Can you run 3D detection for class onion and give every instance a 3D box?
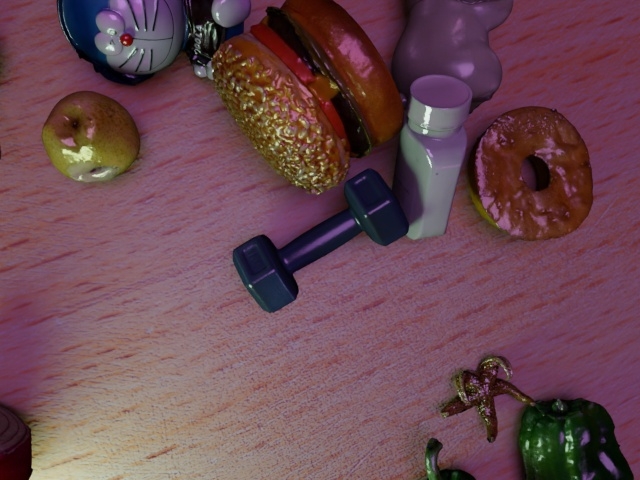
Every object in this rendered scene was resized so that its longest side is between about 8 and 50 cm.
[{"bbox_3d":[-0.621,0.396,0.982,0.206,0.216,0.206,28,96,-23],"label":"onion"}]

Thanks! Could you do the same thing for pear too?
[{"bbox_3d":[-0.416,-0.186,1.035,0.178,0.178,0.177,0,89,-8],"label":"pear"}]

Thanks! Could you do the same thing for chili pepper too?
[{"bbox_3d":[0.248,0.527,1.128,0.165,0.174,0.261,-31,95,17],"label":"chili pepper"},{"bbox_3d":[0.540,0.511,1.166,0.213,0.167,0.384,-14,92,-6],"label":"chili pepper"}]

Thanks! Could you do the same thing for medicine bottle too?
[{"bbox_3d":[0.199,-0.150,1.058,0.111,0.296,0.161,-10,46,-8],"label":"medicine bottle"}]

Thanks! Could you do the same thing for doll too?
[{"bbox_3d":[0.253,-0.404,1.115,0.226,0.215,0.370,14,89,8],"label":"doll"},{"bbox_3d":[-0.305,-0.413,1.026,0.310,0.284,0.240,-10,50,-22],"label":"doll"}]

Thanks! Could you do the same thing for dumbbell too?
[{"bbox_3d":[0.000,0.000,1.072,0.325,0.160,0.144,-32,93,2],"label":"dumbbell"}]

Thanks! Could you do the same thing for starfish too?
[{"bbox_3d":[0.337,0.334,1.184,0.190,0.074,0.146,-26,92,-8],"label":"starfish"}]

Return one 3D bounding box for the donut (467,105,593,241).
[{"bbox_3d":[0.427,-0.134,1.187,0.278,0.108,0.277,0,88,-8],"label":"donut"}]

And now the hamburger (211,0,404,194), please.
[{"bbox_3d":[-0.027,-0.254,1.012,0.250,0.330,0.330,-36,94,-1],"label":"hamburger"}]
